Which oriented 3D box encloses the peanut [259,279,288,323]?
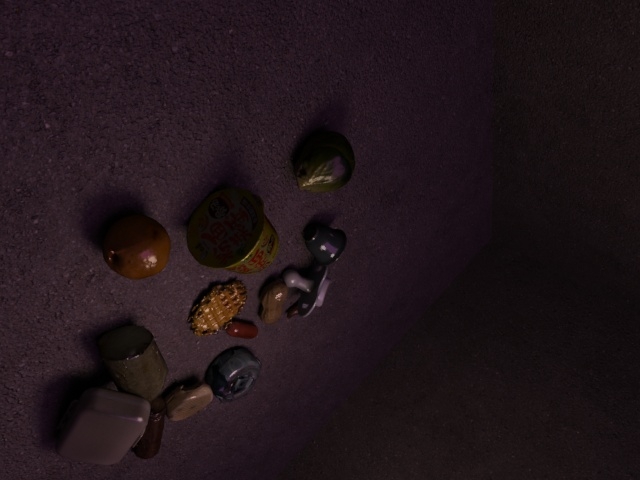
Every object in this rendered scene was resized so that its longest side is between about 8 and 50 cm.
[{"bbox_3d":[-0.229,0.293,2.170,0.124,0.123,0.256,-14,136,-42],"label":"peanut"}]

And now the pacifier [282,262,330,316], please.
[{"bbox_3d":[-0.084,0.210,2.230,0.233,0.244,0.299,28,72,-24],"label":"pacifier"}]

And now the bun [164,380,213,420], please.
[{"bbox_3d":[-0.603,0.713,2.086,0.237,0.116,0.210,-41,149,7],"label":"bun"}]

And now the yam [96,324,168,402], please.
[{"bbox_3d":[-0.683,0.459,1.716,0.195,0.195,0.299,-31,138,-29],"label":"yam"}]

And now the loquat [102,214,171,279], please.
[{"bbox_3d":[-0.579,0.022,1.469,0.208,0.208,0.207,-29,138,-31],"label":"loquat"}]

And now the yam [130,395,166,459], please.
[{"bbox_3d":[-0.743,0.812,2.003,0.131,0.131,0.279,-9,124,-45],"label":"yam"}]

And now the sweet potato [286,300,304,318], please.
[{"bbox_3d":[-0.073,0.319,2.410,0.274,0.067,0.067,-36,141,-26],"label":"sweet potato"}]

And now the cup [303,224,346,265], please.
[{"bbox_3d":[0.000,0.000,2.151,0.150,0.199,0.199,36,90,-36],"label":"cup"}]

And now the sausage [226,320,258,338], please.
[{"bbox_3d":[-0.362,0.417,2.152,0.077,0.077,0.194,-56,143,3],"label":"sausage"}]

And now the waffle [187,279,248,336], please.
[{"bbox_3d":[-0.428,0.294,1.982,0.262,0.060,0.280,4,116,-50],"label":"waffle"}]

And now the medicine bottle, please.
[{"bbox_3d":[-0.800,0.690,1.700,0.283,0.122,0.375,24,121,-25],"label":"medicine bottle"}]

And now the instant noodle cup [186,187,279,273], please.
[{"bbox_3d":[-0.297,-0.015,1.698,0.311,0.311,0.221,-51,155,-4],"label":"instant noodle cup"}]

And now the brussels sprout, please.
[{"bbox_3d":[0.012,-0.304,1.874,0.272,0.210,0.219,-31,136,-6],"label":"brussels sprout"}]

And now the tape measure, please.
[{"bbox_3d":[-0.407,0.650,2.231,0.275,0.147,0.256,17,105,-54],"label":"tape measure"}]
